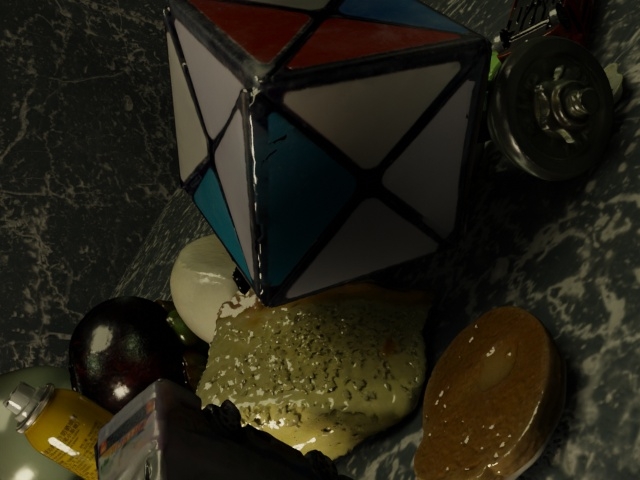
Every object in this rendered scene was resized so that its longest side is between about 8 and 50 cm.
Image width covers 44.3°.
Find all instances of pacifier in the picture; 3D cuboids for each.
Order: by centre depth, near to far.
[{"bbox_3d":[0.357,-0.203,1.026,0.068,0.064,0.083,-50,15,34],"label":"pacifier"}]

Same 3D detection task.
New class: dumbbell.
[{"bbox_3d":[0.225,-0.155,1.075,0.179,0.179,0.406,-57,20,-14],"label":"dumbbell"}]

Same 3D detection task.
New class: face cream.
[{"bbox_3d":[-0.328,0.328,1.217,0.105,0.349,0.105,-45,20,21],"label":"face cream"}]

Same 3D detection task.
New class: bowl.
[{"bbox_3d":[-0.550,0.411,1.677,0.185,0.353,0.354,-27,23,10],"label":"bowl"}]

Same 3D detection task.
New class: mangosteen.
[{"bbox_3d":[-0.367,0.254,1.612,0.300,0.300,0.300,-45,19,21],"label":"mangosteen"}]

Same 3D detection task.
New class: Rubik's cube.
[{"bbox_3d":[-0.003,-0.135,0.987,0.307,0.310,0.305,-18,41,-24],"label":"Rubik's cube"}]

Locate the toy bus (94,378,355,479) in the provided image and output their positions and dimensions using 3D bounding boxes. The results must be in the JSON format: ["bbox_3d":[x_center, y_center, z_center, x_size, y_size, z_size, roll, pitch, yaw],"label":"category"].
[{"bbox_3d":[-0.071,0.264,0.798,0.112,0.317,0.138,-43,34,18],"label":"toy bus"}]

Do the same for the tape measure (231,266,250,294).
[{"bbox_3d":[0.000,0.000,1.133,0.351,0.215,0.097,-79,-9,-74],"label":"tape measure"}]

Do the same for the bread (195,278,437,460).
[{"bbox_3d":[0.002,0.220,1.092,0.315,0.279,0.248,1,40,12],"label":"bread"}]

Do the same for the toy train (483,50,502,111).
[{"bbox_3d":[0.264,-0.272,1.342,0.157,0.105,0.253,-39,20,-2],"label":"toy train"}]

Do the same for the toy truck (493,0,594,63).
[{"bbox_3d":[0.354,-0.339,1.207,0.107,0.114,0.252,-20,34,40],"label":"toy truck"}]

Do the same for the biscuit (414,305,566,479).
[{"bbox_3d":[0.175,0.162,0.799,0.181,0.049,0.208,-38,23,37],"label":"biscuit"}]

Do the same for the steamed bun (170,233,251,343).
[{"bbox_3d":[-0.105,0.094,1.307,0.283,0.283,0.177,-124,33,-71],"label":"steamed bun"}]
